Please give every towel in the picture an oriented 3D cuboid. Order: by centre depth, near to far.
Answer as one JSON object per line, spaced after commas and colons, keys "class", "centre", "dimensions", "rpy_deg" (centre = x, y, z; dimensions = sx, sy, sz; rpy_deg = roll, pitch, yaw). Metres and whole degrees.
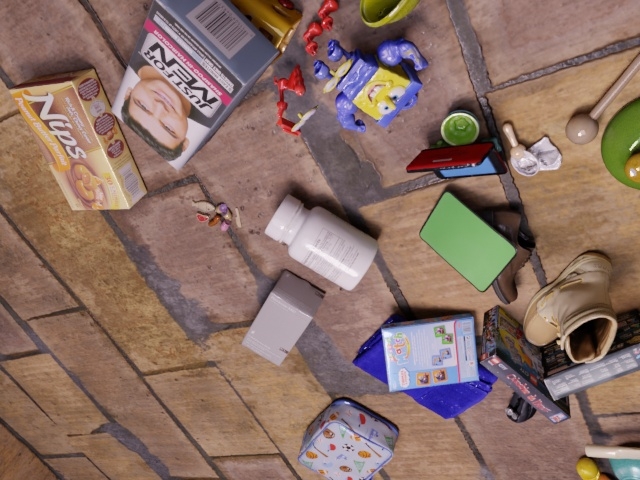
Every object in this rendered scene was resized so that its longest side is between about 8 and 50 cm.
{"class": "towel", "centre": [0.258, 0.335, 1.387], "dimensions": [0.308, 0.076, 0.227], "rpy_deg": [31, 129, -4]}

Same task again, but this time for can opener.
{"class": "can opener", "centre": [0.506, 0.385, 1.355], "dimensions": [0.059, 0.073, 0.186], "rpy_deg": [40, 139, 43]}

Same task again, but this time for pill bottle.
{"class": "pill bottle", "centre": [0.000, 0.000, 1.202], "dimensions": [0.229, 0.131, 0.131], "rpy_deg": [31, 129, -3]}

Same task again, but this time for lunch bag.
{"class": "lunch bag", "centre": [0.083, 0.623, 1.645], "dimensions": [0.243, 0.115, 0.303], "rpy_deg": [29, 129, -4]}

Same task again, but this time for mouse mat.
{"class": "mouse mat", "centre": [0.295, 0.004, 1.112], "dimensions": [0.190, 0.007, 0.152], "rpy_deg": [44, 142, 19]}

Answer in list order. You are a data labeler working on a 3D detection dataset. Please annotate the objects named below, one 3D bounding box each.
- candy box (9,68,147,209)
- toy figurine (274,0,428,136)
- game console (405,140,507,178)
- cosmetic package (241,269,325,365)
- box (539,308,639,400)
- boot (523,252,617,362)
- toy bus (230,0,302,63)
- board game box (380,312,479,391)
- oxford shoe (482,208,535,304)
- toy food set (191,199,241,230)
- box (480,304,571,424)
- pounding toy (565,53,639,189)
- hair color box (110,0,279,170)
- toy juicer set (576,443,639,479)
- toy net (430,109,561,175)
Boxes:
{"class": "candy box", "centre": [-0.555, -0.224, 1.272], "dimensions": [0.183, 0.087, 0.316], "rpy_deg": [0, 124, 21]}
{"class": "toy figurine", "centre": [0.101, -0.316, 0.963], "dimensions": [0.217, 0.191, 0.362], "rpy_deg": [19, 129, -33]}
{"class": "game console", "centre": [0.251, -0.128, 1.004], "dimensions": [0.144, 0.124, 0.085], "rpy_deg": [-1, 121, 38]}
{"class": "cosmetic package", "centre": [-0.098, 0.203, 1.408], "dimensions": [0.127, 0.107, 0.238], "rpy_deg": [30, 133, 1]}
{"class": "box", "centre": [0.561, 0.227, 1.104], "dimensions": [0.220, 0.175, 0.051], "rpy_deg": [-29, 90, 21]}
{"class": "boot", "centre": [0.494, 0.173, 1.097], "dimensions": [0.095, 0.203, 0.261], "rpy_deg": [27, 130, 0]}
{"class": "toy bus", "centre": [-0.137, -0.406, 0.971], "dimensions": [0.202, 0.104, 0.190], "rpy_deg": [-3, 123, 22]}
{"class": "board game box", "centre": [0.257, 0.263, 1.282], "dimensions": [0.212, 0.039, 0.160], "rpy_deg": [-8, 101, 1]}
{"class": "oxford shoe", "centre": [0.391, 0.040, 1.117], "dimensions": [0.096, 0.082, 0.227], "rpy_deg": [-5, 123, 21]}
{"class": "toy food set", "centre": [-0.255, -0.057, 1.327], "dimensions": [0.122, 0.019, 0.077], "rpy_deg": [6, 127, 16]}
{"class": "box", "centre": [0.457, 0.274, 1.215], "dimensions": [0.233, 0.159, 0.044], "rpy_deg": [40, 129, -10]}
{"class": "pounding toy", "centre": [0.547, -0.157, 0.895], "dimensions": [0.237, 0.110, 0.183], "rpy_deg": [35, 129, -7]}
{"class": "hair color box", "centre": [-0.250, -0.291, 1.017], "dimensions": [0.185, 0.113, 0.374], "rpy_deg": [43, 149, -12]}
{"class": "toy juicer set", "centre": [0.757, 0.563, 1.371], "dimensions": [0.209, 0.089, 0.328], "rpy_deg": [3, 135, 34]}
{"class": "toy net", "centre": [0.328, -0.161, 1.016], "dimensions": [0.232, 0.045, 0.122], "rpy_deg": [22, 129, 4]}
